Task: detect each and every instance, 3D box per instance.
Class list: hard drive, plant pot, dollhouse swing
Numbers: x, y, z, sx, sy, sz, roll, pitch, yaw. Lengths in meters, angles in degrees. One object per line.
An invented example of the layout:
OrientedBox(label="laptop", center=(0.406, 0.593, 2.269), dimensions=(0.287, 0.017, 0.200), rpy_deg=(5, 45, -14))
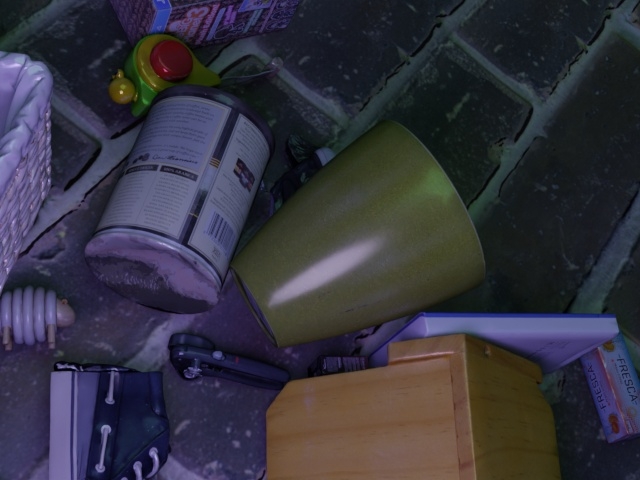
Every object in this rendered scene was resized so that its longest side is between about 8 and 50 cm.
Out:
OrientedBox(label="hard drive", center=(0.258, 0.160, 1.609), dimensions=(0.319, 0.210, 0.040), rpy_deg=(2, 66, -21))
OrientedBox(label="plant pot", center=(0.031, 0.019, 1.481), dimensions=(0.294, 0.275, 0.274), rpy_deg=(-30, 77, -11))
OrientedBox(label="dollhouse swing", center=(0.136, 0.348, 1.509), dimensions=(0.315, 0.305, 0.346), rpy_deg=(25, 54, -46))

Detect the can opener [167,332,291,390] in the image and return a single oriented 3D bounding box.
OrientedBox(label="can opener", center=(-0.131, 0.180, 1.534), dimensions=(0.186, 0.059, 0.073), rpy_deg=(17, 58, -13))

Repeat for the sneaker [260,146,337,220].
OrientedBox(label="sneaker", center=(0.000, 0.000, 1.664), dimensions=(0.153, 0.101, 0.268), rpy_deg=(-23, 92, -7))

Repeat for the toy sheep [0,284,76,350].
OrientedBox(label="toy sheep", center=(-0.403, 0.105, 1.452), dimensions=(0.132, 0.091, 0.091), rpy_deg=(1, 64, -15))

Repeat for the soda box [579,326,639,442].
OrientedBox(label="soda box", center=(0.486, 0.237, 1.751), dimensions=(0.063, 0.058, 0.183), rpy_deg=(-4, 66, -24))

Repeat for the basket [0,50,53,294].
OrientedBox(label="basket", center=(-0.538, -0.070, 1.347), dimensions=(0.331, 0.266, 0.328), rpy_deg=(16, 59, 1))

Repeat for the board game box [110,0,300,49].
OrientedBox(label="board game box", center=(-0.208, -0.461, 1.791), dimensions=(0.291, 0.141, 0.232), rpy_deg=(-18, 72, -28))

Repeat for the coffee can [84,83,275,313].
OrientedBox(label="coffee can", center=(-0.201, -0.060, 1.547), dimensions=(0.202, 0.201, 0.275), rpy_deg=(24, 58, -9))

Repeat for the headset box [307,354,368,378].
OrientedBox(label="headset box", center=(0.030, 0.197, 1.588), dimensions=(0.083, 0.062, 0.032), rpy_deg=(2, 64, -20))

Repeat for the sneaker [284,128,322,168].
OrientedBox(label="sneaker", center=(0.015, -0.112, 1.751), dimensions=(0.170, 0.051, 0.089), rpy_deg=(21, 61, -8))

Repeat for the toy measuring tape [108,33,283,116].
OrientedBox(label="toy measuring tape", center=(-0.209, -0.289, 1.724), dimensions=(0.330, 0.121, 0.121), rpy_deg=(-23, 74, -38))

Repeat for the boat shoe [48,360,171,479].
OrientedBox(label="boat shoe", center=(-0.269, 0.313, 1.366), dimensions=(0.158, 0.127, 0.340), rpy_deg=(0, 63, -13))
